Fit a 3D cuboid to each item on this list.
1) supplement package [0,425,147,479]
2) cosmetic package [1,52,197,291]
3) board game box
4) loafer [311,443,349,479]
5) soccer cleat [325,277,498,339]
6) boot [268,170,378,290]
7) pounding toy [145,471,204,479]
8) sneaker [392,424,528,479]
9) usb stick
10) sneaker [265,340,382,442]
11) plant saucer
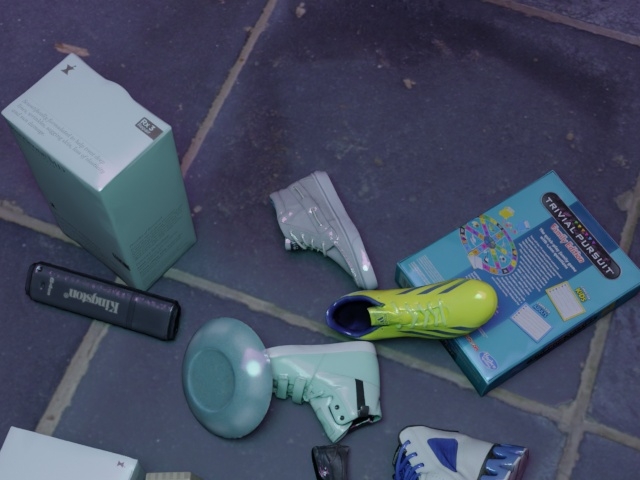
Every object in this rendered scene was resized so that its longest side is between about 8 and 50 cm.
[{"bbox_3d":[-0.396,0.438,1.349,0.204,0.145,0.261,13,62,6],"label":"supplement package"},{"bbox_3d":[-0.340,-0.092,1.481,0.217,0.385,0.156,36,70,17],"label":"cosmetic package"},{"bbox_3d":[0.337,0.068,1.562,0.336,0.079,0.253,-30,67,-13],"label":"board game box"},{"bbox_3d":[0.035,0.395,1.417,0.061,0.062,0.170,-11,65,-10],"label":"loafer"},{"bbox_3d":[0.139,0.116,1.455,0.289,0.121,0.093,-9,85,35],"label":"soccer cleat"},{"bbox_3d":[0.000,0.000,1.604,0.124,0.095,0.258,-24,57,-4],"label":"boot"},{"bbox_3d":[-0.198,0.431,1.374,0.100,0.130,0.141,-5,63,12],"label":"pounding toy"},{"bbox_3d":[0.166,0.379,1.359,0.182,0.127,0.316,19,30,28],"label":"sneaker"},{"bbox_3d":[-0.370,0.103,1.563,0.278,0.045,0.077,16,110,9],"label":"usb stick"},{"bbox_3d":[-0.025,0.250,1.466,0.256,0.094,0.151,-7,60,-4],"label":"sneaker"},{"bbox_3d":[-0.161,0.219,1.452,0.195,0.037,0.194,-1,88,37],"label":"plant saucer"}]
